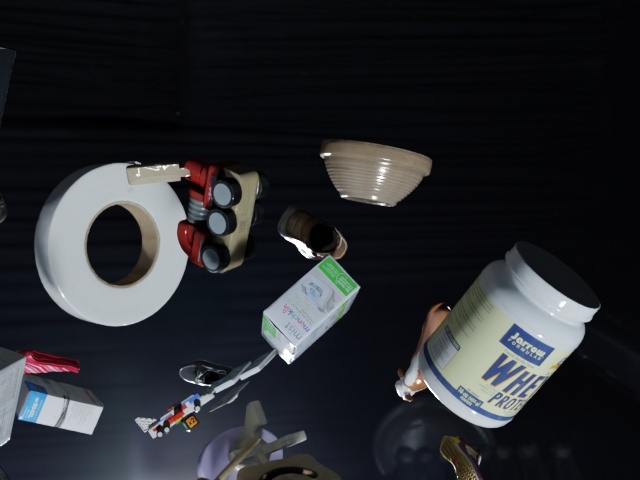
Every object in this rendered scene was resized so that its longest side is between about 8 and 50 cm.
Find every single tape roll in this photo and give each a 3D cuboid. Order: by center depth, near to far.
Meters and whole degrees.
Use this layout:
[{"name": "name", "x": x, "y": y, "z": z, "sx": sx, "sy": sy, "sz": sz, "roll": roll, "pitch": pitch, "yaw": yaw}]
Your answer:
[{"name": "tape roll", "x": -0.484, "y": 0.006, "z": 1.896, "sx": 0.072, "sy": 0.392, "sz": 0.392, "roll": 3, "pitch": -87, "yaw": 43}]

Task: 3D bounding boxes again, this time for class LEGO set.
[{"name": "LEGO set", "x": -0.201, "y": 0.264, "z": 1.394, "sx": 0.060, "sy": 0.182, "sz": 0.244, "roll": 57, "pitch": 32, "yaw": -4}]

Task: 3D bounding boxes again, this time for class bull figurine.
[{"name": "bull figurine", "x": 0.324, "y": 0.318, "z": 2.205, "sx": 0.101, "sy": 0.188, "sz": 0.310, "roll": 44, "pitch": -59, "yaw": 56}]

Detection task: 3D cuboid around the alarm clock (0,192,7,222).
[{"name": "alarm clock", "x": -0.750, "y": -0.078, "z": 1.740, "sx": 0.192, "sy": 0.129, "sz": 0.064, "roll": -35, "pitch": -169, "yaw": 43}]

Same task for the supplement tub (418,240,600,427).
[{"name": "supplement tub", "x": 0.373, "y": 0.187, "z": 1.601, "sx": 0.325, "sy": 0.235, "sz": 0.235, "roll": -56, "pitch": -154, "yaw": 23}]

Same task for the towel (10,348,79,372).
[{"name": "towel", "x": -0.710, "y": 0.280, "z": 1.804, "sx": 0.199, "sy": 0.275, "sz": 0.031, "roll": 45, "pitch": 41, "yaw": -67}]

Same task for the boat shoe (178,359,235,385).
[{"name": "boat shoe", "x": -0.361, "y": 0.418, "z": 2.507, "sx": 0.065, "sy": 0.206, "sz": 0.075, "roll": -3, "pitch": 95, "yaw": -70}]

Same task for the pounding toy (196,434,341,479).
[{"name": "pounding toy", "x": -0.082, "y": 0.461, "z": 1.472, "sx": 0.154, "sy": 0.269, "sz": 0.155, "roll": 41, "pitch": -53, "yaw": 49}]

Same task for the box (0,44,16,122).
[{"name": "box", "x": -0.721, "y": -0.274, "z": 1.555, "sx": 0.103, "sy": 0.184, "sz": 0.261, "roll": -18, "pitch": 127, "yaw": -67}]

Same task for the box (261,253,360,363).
[{"name": "box", "x": -0.030, "y": 0.188, "z": 2.091, "sx": 0.127, "sy": 0.231, "sz": 0.262, "roll": 47, "pitch": -16, "yaw": 10}]

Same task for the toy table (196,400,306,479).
[{"name": "toy table", "x": -0.180, "y": 0.581, "z": 2.178, "sx": 0.161, "sy": 0.274, "sz": 0.252, "roll": -37, "pitch": -101, "yaw": 42}]

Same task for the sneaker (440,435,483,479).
[{"name": "sneaker", "x": 0.366, "y": 0.541, "z": 1.944, "sx": 0.185, "sy": 0.084, "sz": 0.069, "roll": -121, "pitch": -134, "yaw": -56}]

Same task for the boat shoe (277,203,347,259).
[{"name": "boat shoe", "x": 0.000, "y": 0.000, "z": 2.279, "sx": 0.324, "sy": 0.116, "sz": 0.123, "roll": 26, "pitch": 90, "yaw": -58}]

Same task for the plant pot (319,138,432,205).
[{"name": "plant pot", "x": 0.109, "y": -0.134, "z": 1.675, "sx": 0.237, "sy": 0.237, "sz": 0.110, "roll": -173, "pitch": -88, "yaw": -78}]

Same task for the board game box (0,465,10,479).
[{"name": "board game box", "x": -0.530, "y": 0.441, "z": 1.305, "sx": 0.201, "sy": 0.035, "sz": 0.136, "roll": 61, "pitch": -1, "yaw": -10}]

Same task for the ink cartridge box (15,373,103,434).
[{"name": "ink cartridge box", "x": -0.698, "y": 0.431, "z": 2.112, "sx": 0.148, "sy": 0.203, "sz": 0.086, "roll": 19, "pitch": -94, "yaw": 58}]

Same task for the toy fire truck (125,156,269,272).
[{"name": "toy fire truck", "x": -0.258, "y": -0.071, "z": 1.619, "sx": 0.158, "sy": 0.246, "sz": 0.217, "roll": -24, "pitch": 133, "yaw": -53}]

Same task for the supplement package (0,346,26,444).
[{"name": "supplement package", "x": -0.746, "y": 0.321, "z": 1.558, "sx": 0.263, "sy": 0.199, "sz": 0.198, "roll": -41, "pitch": 147, "yaw": -76}]
